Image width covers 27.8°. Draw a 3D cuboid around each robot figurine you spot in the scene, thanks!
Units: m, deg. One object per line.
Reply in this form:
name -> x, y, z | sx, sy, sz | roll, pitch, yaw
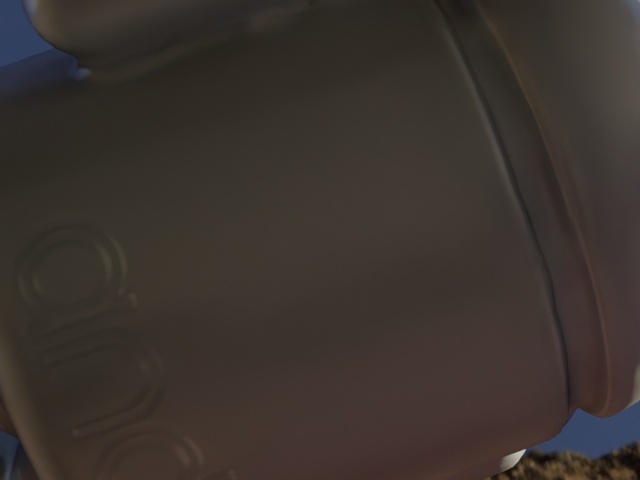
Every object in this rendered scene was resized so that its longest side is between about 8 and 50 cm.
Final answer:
robot figurine -> 0.000, 0.000, 0.488 | 0.354, 0.199, 0.299 | -21, -49, -2
